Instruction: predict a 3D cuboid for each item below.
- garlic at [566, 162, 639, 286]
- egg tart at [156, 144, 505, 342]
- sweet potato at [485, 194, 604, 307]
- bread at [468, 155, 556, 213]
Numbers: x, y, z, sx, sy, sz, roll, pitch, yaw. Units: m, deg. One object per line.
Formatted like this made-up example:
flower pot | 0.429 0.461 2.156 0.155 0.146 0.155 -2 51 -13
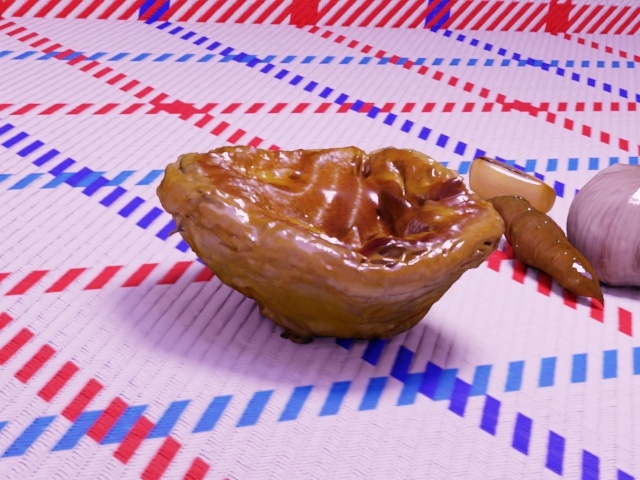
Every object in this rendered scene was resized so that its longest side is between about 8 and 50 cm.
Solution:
garlic | 0.388 -0.052 2.020 0.218 0.212 0.218 3 20 -1
egg tart | 0.000 0.000 1.731 0.339 0.153 0.351 -3 20 -35
sweet potato | 0.249 0.006 2.019 0.067 0.067 0.274 3 22 -19
bread | 0.236 -0.062 2.251 0.115 0.056 0.082 24 0 10
